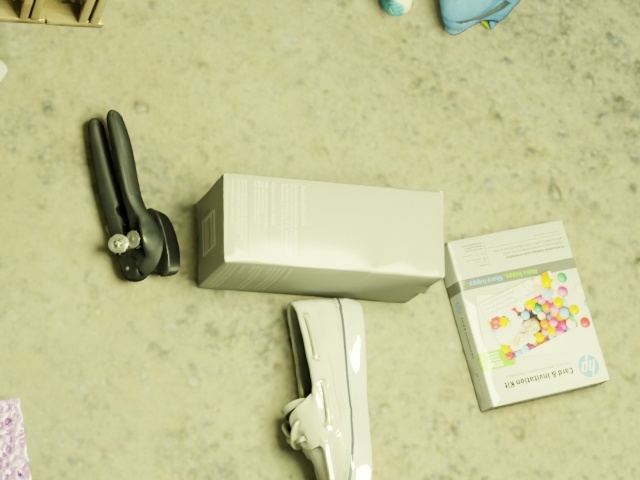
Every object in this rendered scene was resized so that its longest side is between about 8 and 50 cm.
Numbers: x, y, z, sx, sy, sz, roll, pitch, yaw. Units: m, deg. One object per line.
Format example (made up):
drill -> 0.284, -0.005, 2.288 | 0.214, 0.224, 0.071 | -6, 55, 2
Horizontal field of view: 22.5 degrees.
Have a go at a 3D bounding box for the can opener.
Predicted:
can opener -> -0.203, -0.044, 1.654 | 0.059, 0.073, 0.186 | -26, 77, 17

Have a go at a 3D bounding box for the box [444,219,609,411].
box -> 0.220, 0.081, 1.752 | 0.145, 0.038, 0.186 | -10, 79, -20

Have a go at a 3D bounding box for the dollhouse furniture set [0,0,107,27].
dollhouse furniture set -> -0.282, -0.332, 1.665 | 0.129, 0.129, 0.183 | 1, 75, -17

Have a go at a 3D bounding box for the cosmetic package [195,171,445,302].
cosmetic package -> 0.000, 0.000, 1.659 | 0.238, 0.127, 0.107 | 2, 74, -19

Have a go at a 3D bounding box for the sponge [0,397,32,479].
sponge -> -0.383, 0.220, 1.526 | 0.210, 0.031, 0.117 | -5, 76, -19

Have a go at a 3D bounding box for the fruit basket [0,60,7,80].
fruit basket -> -0.514, -0.156, 1.523 | 0.353, 0.165, 0.327 | 35, 61, -13

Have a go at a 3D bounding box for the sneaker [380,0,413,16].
sneaker -> 0.126, -0.352, 1.819 | 0.092, 0.087, 0.228 | 18, 69, -3

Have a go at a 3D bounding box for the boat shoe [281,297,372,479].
boat shoe -> 0.001, 0.182, 1.633 | 0.084, 0.095, 0.258 | 3, 63, -12

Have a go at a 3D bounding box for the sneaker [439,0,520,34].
sneaker -> 0.209, -0.297, 1.853 | 0.069, 0.082, 0.209 | 30, 44, 32
